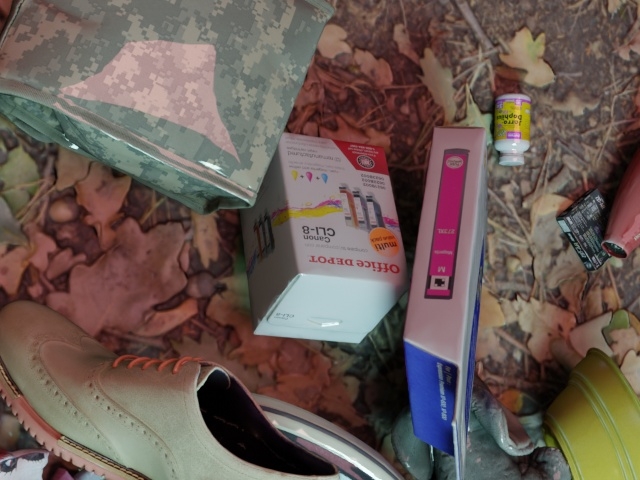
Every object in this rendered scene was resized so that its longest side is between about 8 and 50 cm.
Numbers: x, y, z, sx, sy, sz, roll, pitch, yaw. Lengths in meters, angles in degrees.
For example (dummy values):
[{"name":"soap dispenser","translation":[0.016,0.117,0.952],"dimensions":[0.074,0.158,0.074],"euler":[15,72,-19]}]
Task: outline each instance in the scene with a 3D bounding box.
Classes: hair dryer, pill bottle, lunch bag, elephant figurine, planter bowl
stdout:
[{"name":"hair dryer","translation":[0.475,-0.040,1.361],"dimensions":[0.293,0.080,0.223],"euler":[-13,91,-27]},{"name":"pill bottle","translation":[0.234,-0.135,1.290],"dimensions":[0.043,0.043,0.083],"euler":[4,84,-23]},{"name":"lunch bag","translation":[-0.171,-0.187,1.052],"dimensions":[0.287,0.169,0.235],"euler":[27,76,-24]},{"name":"elephant figurine","translation":[0.155,0.211,1.170],"dimensions":[0.169,0.186,0.239],"euler":[-32,104,-17]},{"name":"planter bowl","translation":[0.317,0.240,1.228],"dimensions":[0.090,0.217,0.217],"euler":[-19,94,-3]}]

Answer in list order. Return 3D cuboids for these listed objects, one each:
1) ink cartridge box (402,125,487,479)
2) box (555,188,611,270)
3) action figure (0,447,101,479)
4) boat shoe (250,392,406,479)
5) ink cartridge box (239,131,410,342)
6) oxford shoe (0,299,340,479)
[{"name":"ink cartridge box","translation":[0.131,0.071,1.084],"dimensions":[0.069,0.176,0.371],"euler":[1,50,10]},{"name":"box","translation":[0.346,-0.014,1.344],"dimensions":[0.067,0.018,0.083],"euler":[-39,101,-21]},{"name":"action figure","translation":[-0.243,0.338,1.001],"dimensions":[0.276,0.248,0.370],"euler":[-36,103,6]},{"name":"boat shoe","translation":[0.035,0.355,1.085],"dimensions":[0.500,0.187,0.156],"euler":[52,43,-16]},{"name":"ink cartridge box","translation":[0.000,0.000,1.099],"dimensions":[0.128,0.127,0.176],"euler":[6,56,-24]},{"name":"oxford shoe","translation":[-0.146,0.149,0.966],"dimensions":[0.397,0.140,0.146],"euler":[33,110,18]}]
